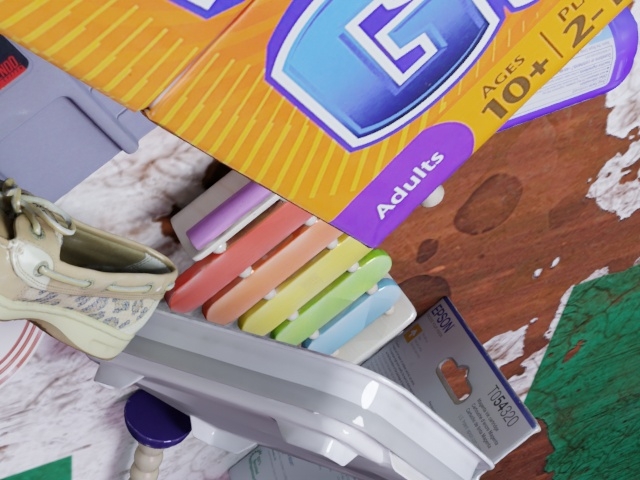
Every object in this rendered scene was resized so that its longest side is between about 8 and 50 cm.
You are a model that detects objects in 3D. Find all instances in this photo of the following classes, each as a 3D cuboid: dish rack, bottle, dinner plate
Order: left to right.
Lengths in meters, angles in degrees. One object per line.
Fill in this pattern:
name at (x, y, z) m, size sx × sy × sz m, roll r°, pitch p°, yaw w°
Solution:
dinner plate at (-0.269, 0.064, 0.973) m, size 0.141 × 0.017 × 0.141 m, roll -44°, pitch 146°, yaw -40°
dish rack at (-0.041, 0.147, 1.035) m, size 0.285 × 0.333 × 0.072 m, roll 45°, pitch 62°, yaw -52°
bottle at (0.125, -0.143, 1.009) m, size 0.283 × 0.118 × 0.092 m, roll -20°, pitch 141°, yaw -20°

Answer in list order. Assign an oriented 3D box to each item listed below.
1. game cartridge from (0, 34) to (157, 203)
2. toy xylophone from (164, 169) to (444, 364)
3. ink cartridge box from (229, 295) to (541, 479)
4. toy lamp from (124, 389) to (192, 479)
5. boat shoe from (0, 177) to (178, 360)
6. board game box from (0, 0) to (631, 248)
game cartridge at (-0.282, -0.061, 0.822) m, size 0.355 × 0.068 × 0.230 m, roll -37°, pitch 149°, yaw 3°
toy xylophone at (0.000, 0.000, 1.103) m, size 0.236 × 0.081 × 0.323 m, roll -43°, pitch 145°, yaw 9°
ink cartridge box at (0.061, 0.238, 1.239) m, size 0.330 × 0.324 × 0.071 m, roll -38°, pitch 111°, yaw 5°
toy lamp at (-0.190, 0.270, 1.263) m, size 0.080 × 0.080 × 0.274 m, roll -10°, pitch 138°, yaw -32°
boat shoe at (-0.198, 0.002, 0.840) m, size 0.089 × 0.104 × 0.285 m, roll -43°, pitch 155°, yaw 2°
board game box at (-0.028, -0.282, 0.513) m, size 0.356 × 0.356 × 0.356 m, roll -44°, pitch 144°, yaw 12°
